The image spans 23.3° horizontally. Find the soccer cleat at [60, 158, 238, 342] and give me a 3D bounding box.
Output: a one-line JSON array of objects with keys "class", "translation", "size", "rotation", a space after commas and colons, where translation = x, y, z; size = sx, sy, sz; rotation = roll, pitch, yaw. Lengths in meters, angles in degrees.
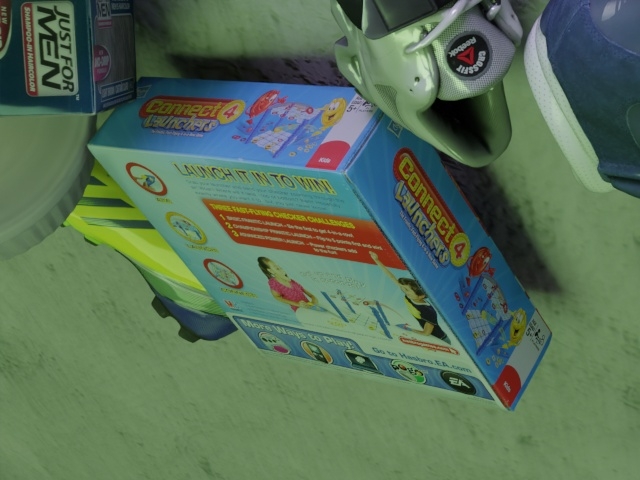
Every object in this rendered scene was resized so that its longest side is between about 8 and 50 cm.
[{"class": "soccer cleat", "translation": [-0.170, -0.020, 1.572], "size": [0.121, 0.093, 0.289], "rotation": [-36, 106, 29]}]

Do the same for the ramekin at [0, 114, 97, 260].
[{"class": "ramekin", "translation": [-0.327, -0.099, 1.401], "size": [0.273, 0.273, 0.127], "rotation": [27, 167, 11]}]

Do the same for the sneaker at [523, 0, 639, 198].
[{"class": "sneaker", "translation": [0.277, -0.061, 0.990], "size": [0.323, 0.130, 0.236], "rotation": [36, 163, -15]}]

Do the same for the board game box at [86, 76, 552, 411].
[{"class": "board game box", "translation": [0.000, 0.000, 1.323], "size": [0.308, 0.086, 0.302], "rotation": [9, 145, 43]}]

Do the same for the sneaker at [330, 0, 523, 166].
[{"class": "sneaker", "translation": [0.066, -0.169, 0.979], "size": [0.146, 0.122, 0.330], "rotation": [49, 173, 34]}]

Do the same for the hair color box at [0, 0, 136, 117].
[{"class": "hair color box", "translation": [-0.334, -0.150, 1.248], "size": [0.347, 0.105, 0.174], "rotation": [-2, -171, 5]}]
